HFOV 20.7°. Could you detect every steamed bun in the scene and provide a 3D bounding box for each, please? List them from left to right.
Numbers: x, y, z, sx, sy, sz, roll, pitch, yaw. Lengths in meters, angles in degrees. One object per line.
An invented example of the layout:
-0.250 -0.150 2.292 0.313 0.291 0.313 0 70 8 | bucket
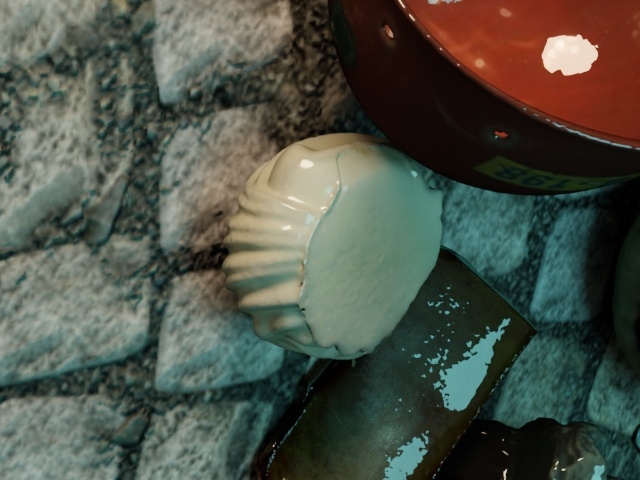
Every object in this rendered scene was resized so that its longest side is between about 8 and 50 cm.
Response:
0.000 0.000 1.283 0.183 0.106 0.182 -22 124 -37 | steamed bun

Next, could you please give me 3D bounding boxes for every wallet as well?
0.061 0.126 1.406 0.137 0.031 0.255 41 70 -10 | wallet

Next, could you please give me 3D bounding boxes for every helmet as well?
0.155 -0.163 1.255 0.385 0.230 0.337 1 64 -27 | helmet

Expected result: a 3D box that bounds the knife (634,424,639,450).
0.403 0.283 1.839 0.080 0.044 0.331 -47 129 -21 | knife

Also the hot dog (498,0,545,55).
0.176 -0.220 1.406 0.088 0.061 0.285 13 95 -35 | hot dog

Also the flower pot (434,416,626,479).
0.192 0.282 1.441 0.283 0.299 0.299 22 89 -5 | flower pot

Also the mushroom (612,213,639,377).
0.380 0.049 1.652 0.344 0.130 0.247 34 84 -51 | mushroom
